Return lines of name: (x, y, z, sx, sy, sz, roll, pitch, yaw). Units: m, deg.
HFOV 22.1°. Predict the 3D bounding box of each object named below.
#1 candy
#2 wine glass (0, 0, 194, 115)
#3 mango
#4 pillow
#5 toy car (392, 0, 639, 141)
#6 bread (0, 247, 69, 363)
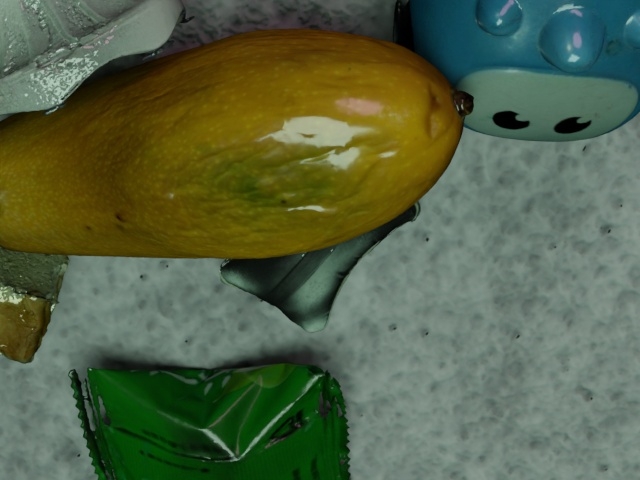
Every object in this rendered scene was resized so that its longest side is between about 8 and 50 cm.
candy: (-0.079, 0.152, 1.228, 0.203, 0.078, 0.141, -3, 113, 6)
wine glass: (-0.197, -0.186, 1.047, 0.165, 0.165, 0.196, -26, 103, 10)
mango: (-0.073, -0.059, 1.071, 0.359, 0.187, 0.144, -6, 96, 30)
pillow: (0.000, -0.001, 1.177, 0.091, 0.055, 0.135, 19, 119, -43)
toy car: (0.150, -0.175, 1.033, 0.188, 0.190, 0.255, 7, 115, -5)
bread: (-0.230, 0.038, 1.180, 0.083, 0.076, 0.070, 20, 123, -10)
